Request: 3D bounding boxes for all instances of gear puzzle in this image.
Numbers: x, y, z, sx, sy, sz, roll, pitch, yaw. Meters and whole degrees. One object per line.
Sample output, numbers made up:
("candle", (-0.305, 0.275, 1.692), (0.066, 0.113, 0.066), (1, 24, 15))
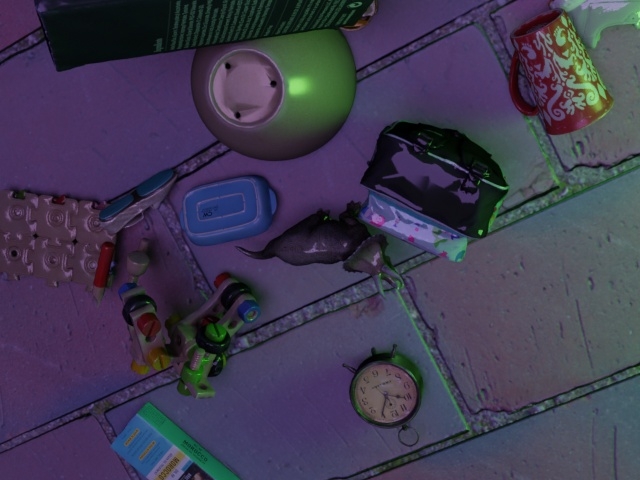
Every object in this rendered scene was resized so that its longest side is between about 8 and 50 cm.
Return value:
("gear puzzle", (-0.537, -0.007, 1.856), (0.339, 0.044, 0.175), (8, 98, 10))

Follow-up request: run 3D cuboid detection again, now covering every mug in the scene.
("mug", (0.356, -0.259, 1.539), (0.150, 0.113, 0.169), (-21, 112, 24))

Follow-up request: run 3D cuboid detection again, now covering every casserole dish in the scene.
("casserole dish", (-0.171, -0.056, 1.743), (0.188, 0.037, 0.114), (-11, 77, 16))

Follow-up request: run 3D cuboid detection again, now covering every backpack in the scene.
("backpack", (0.181, -0.091, 1.566), (0.225, 0.253, 0.191), (25, 112, 2))

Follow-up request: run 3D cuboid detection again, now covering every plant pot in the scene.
("plant pot", (-0.096, -0.258, 1.617), (0.284, 0.191, 0.284), (3, 105, 11))

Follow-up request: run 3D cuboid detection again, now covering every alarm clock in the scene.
("alarm clock", (0.128, 0.285, 1.769), (0.129, 0.064, 0.192), (-22, 96, 17))

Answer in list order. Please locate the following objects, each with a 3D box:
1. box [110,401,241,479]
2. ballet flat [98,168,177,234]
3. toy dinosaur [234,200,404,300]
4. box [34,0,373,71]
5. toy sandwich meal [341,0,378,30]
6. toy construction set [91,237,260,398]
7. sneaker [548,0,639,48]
("box", (-0.279, 0.433, 1.899), (0.244, 0.060, 0.100), (40, 109, 1))
("ballet flat", (-0.324, -0.069, 1.784), (0.168, 0.057, 0.052), (-31, 128, 0))
("toy dinosaur", (0.000, 0.000, 1.675), (0.313, 0.160, 0.121), (9, 105, 9))
("box", (-0.191, -0.532, 1.377), (0.471, 0.297, 0.480), (-11, 87, -10))
("toy sandwich meal", (0.054, -0.387, 1.629), (0.085, 0.029, 0.086), (0, 99, 2))
("toy construction set", (-0.286, 0.166, 1.764), (0.309, 0.257, 0.237), (32, 122, 18))
("sneaker", (0.491, -0.398, 1.509), (0.262, 0.099, 0.121), (-31, 103, 25))
